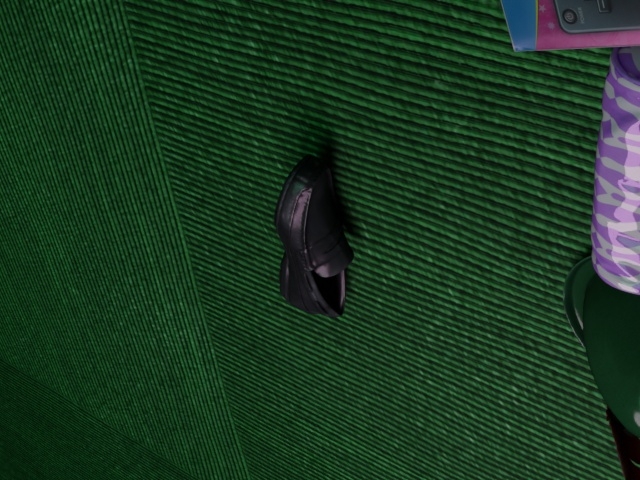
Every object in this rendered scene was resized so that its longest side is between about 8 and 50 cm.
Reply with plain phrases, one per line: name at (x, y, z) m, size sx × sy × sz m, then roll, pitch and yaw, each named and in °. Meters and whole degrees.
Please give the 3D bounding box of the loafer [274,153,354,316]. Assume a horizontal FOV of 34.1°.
loafer at (0.000, 0.000, 1.084) m, size 0.078 × 0.076 × 0.223 m, roll 26°, pitch 145°, yaw 20°

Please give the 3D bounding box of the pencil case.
pencil case at (0.243, -0.048, 0.752) m, size 0.088 × 0.086 × 0.206 m, roll -118°, pitch 13°, yaw -49°

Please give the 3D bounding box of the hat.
hat at (0.247, 0.140, 0.843) m, size 0.208 × 0.183 × 0.173 m, roll 38°, pitch 149°, yaw 11°

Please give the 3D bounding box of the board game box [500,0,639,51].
board game box at (0.231, -0.228, 0.584) m, size 0.303 × 0.097 × 0.224 m, roll 7°, pitch 129°, yaw 45°
